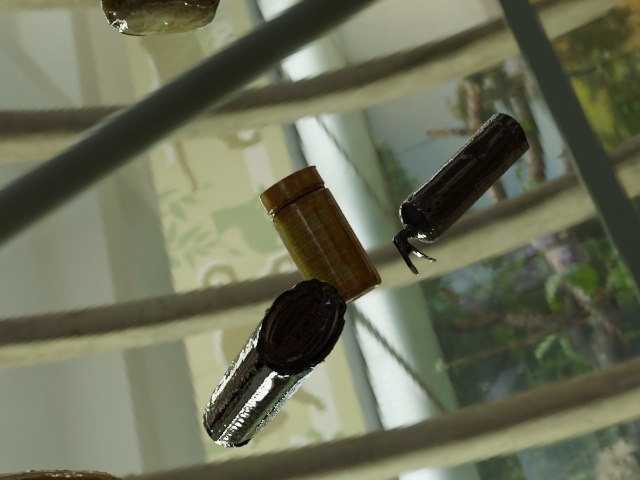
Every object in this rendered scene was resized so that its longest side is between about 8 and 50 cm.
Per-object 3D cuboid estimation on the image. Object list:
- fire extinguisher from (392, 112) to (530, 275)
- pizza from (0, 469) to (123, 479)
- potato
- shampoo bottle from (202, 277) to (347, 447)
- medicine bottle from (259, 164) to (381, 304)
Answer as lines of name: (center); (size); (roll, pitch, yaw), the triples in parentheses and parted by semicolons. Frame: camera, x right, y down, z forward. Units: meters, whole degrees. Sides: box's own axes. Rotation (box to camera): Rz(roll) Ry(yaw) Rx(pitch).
fire extinguisher: (0.187, -0.063, 1.702); (0.089, 0.267, 0.072); (40, 155, 14)
pizza: (-0.433, 0.359, 1.640); (0.182, 0.365, 0.074); (125, 133, -57)
potato: (-0.209, -0.314, 1.643); (0.170, 0.107, 0.080); (-4, -106, -34)
shampoo bottle: (-0.066, 0.157, 1.440); (0.084, 0.129, 0.323); (36, 149, 0)
medicine bottle: (0.000, 0.000, 1.743); (0.192, 0.096, 0.096); (60, -170, 7)
